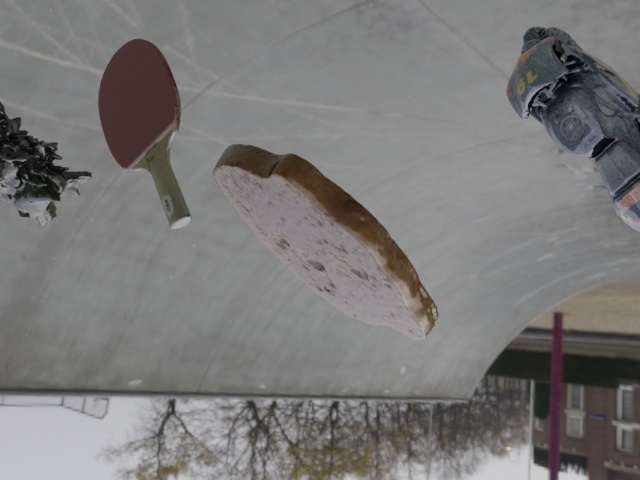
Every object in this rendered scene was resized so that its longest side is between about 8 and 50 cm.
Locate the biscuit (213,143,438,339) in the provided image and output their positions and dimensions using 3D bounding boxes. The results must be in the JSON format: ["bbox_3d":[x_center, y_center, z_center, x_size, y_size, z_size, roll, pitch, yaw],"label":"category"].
[{"bbox_3d":[0.001,-0.001,0.660,0.273,0.049,0.257,48,161,-26],"label":"biscuit"}]

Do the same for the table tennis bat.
[{"bbox_3d":[-0.130,-0.080,0.449,0.087,0.156,0.013,-35,160,30],"label":"table tennis bat"}]

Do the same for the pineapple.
[{"bbox_3d":[-0.434,-0.160,0.676,0.362,0.202,0.202,39,159,-16],"label":"pineapple"}]

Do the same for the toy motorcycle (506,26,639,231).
[{"bbox_3d":[0.320,-0.140,0.688,0.173,0.307,0.108,-17,155,-38],"label":"toy motorcycle"}]
